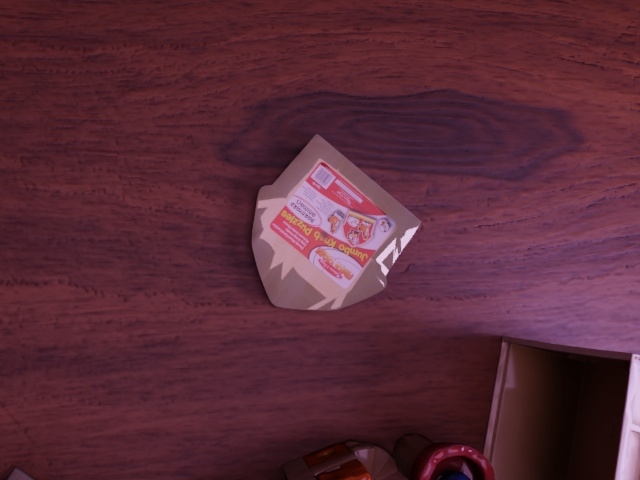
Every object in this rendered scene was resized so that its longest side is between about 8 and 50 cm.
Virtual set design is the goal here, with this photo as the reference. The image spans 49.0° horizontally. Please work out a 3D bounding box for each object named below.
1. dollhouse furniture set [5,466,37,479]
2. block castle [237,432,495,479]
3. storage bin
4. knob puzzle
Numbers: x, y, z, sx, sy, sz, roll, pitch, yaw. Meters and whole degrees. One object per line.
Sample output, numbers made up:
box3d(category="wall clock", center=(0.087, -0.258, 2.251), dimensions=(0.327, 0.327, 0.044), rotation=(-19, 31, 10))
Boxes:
box3d(category="dollhouse furniture set", center=(-0.358, 0.301, 0.648), dimensions=(0.259, 0.262, 0.135), rotation=(37, 82, -4))
box3d(category="block castle", center=(-0.003, 0.407, 0.727), dimensions=(0.453, 0.213, 0.303), rotation=(-18, 89, -11))
box3d(category="storage bin", center=(0.291, 0.252, 0.769), dimensions=(0.123, 0.262, 0.261), rotation=(13, 83, -11))
box3d(category="knob puzzle", center=(0.000, 0.000, 0.853), dimensions=(0.213, 0.030, 0.213), rotation=(1, 85, -11))
